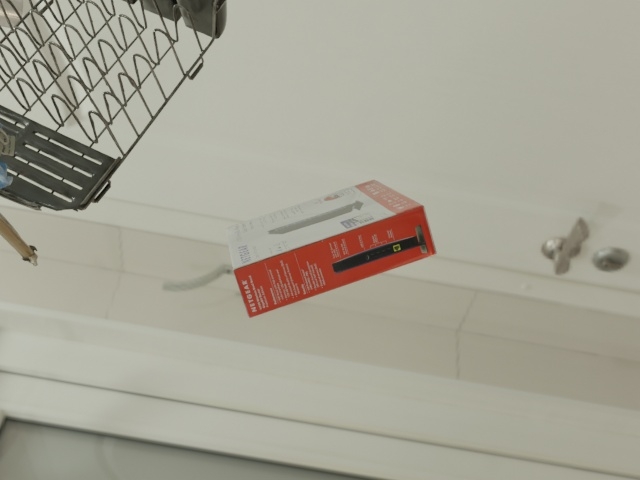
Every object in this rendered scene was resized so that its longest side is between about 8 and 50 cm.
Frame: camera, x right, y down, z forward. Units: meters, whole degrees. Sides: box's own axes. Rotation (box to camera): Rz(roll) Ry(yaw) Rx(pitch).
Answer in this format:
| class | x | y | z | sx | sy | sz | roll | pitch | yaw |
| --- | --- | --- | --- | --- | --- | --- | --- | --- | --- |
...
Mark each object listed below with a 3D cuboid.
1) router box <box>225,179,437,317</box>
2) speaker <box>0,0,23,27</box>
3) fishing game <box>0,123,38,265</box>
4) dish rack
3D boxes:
| class | x | y | z | sx | sy | sz | roll | pitch | yaw |
| --- | --- | --- | --- | --- | --- | --- | --- | --- | --- |
| router box | 0.000 | 0.000 | 1.298 | 0.335 | 0.301 | 0.082 | -130 | 22 | -75 |
| speaker | -0.492 | -0.336 | 1.088 | 0.055 | 0.136 | 0.055 | -2 | 87 | 52 |
| fishing game | -0.233 | -0.119 | 0.493 | 0.189 | 0.041 | 0.264 | 92 | 153 | -67 |
| dish rack | -0.223 | -0.161 | 0.689 | 0.272 | 0.208 | 0.074 | -59 | -16 | -23 |
